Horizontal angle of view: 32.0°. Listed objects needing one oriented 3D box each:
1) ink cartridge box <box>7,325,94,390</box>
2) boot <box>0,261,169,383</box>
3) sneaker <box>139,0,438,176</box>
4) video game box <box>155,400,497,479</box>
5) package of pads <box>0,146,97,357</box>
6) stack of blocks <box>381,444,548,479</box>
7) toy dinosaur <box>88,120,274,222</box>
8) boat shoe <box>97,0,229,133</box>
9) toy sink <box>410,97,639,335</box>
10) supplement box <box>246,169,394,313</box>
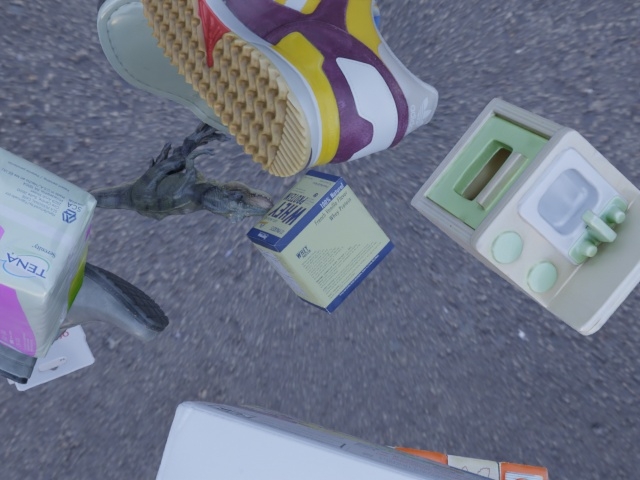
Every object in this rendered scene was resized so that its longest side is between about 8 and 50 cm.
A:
[{"bbox_3d":[-0.365,0.109,1.410,0.104,0.060,0.180,-20,65,-22],"label":"ink cartridge box"},{"bbox_3d":[-0.292,0.093,1.235,0.246,0.083,0.161,28,87,27],"label":"boot"},{"bbox_3d":[-0.021,-0.102,0.522,0.084,0.069,0.185,-15,54,-27],"label":"sneaker"},{"bbox_3d":[0.046,0.119,0.484,0.205,0.187,0.048,16,85,8],"label":"video game box"},{"bbox_3d":[-0.305,-0.008,0.886,0.229,0.296,0.101,25,71,-6],"label":"package of pads"},{"bbox_3d":[0.011,0.226,0.746,0.297,0.087,0.171,12,66,-24],"label":"stack of blocks"},{"bbox_3d":[-0.148,-0.057,1.067,0.268,0.118,0.064,-6,130,36],"label":"toy dinosaur"},{"bbox_3d":[-0.102,-0.151,0.859,0.081,0.228,0.068,-22,67,17],"label":"boat shoe"},{"bbox_3d":[0.219,-0.033,1.135,0.131,0.234,0.153,37,94,-28],"label":"toy sink"},{"bbox_3d":[0.000,0.000,0.944,0.083,0.056,0.083,-46,117,-14],"label":"supplement box"}]
